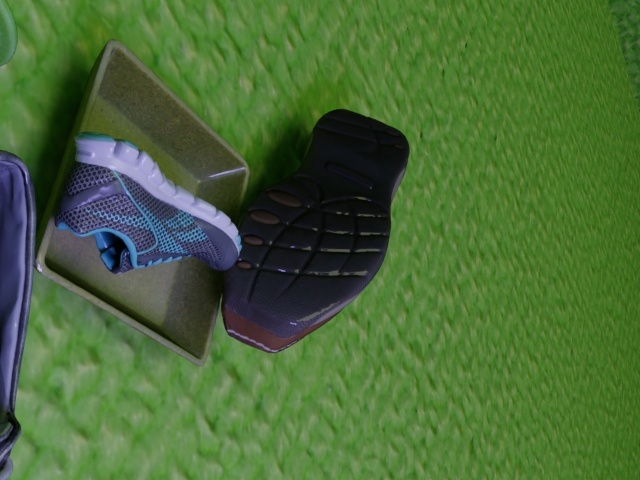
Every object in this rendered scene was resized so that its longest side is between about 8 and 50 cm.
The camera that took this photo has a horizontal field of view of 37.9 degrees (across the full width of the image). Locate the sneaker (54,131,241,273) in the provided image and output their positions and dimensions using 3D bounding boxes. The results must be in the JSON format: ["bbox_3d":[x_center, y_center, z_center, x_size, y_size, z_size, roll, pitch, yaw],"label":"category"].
[{"bbox_3d":[-0.121,-0.007,0.648,0.166,0.065,0.076,38,70,-47],"label":"sneaker"}]

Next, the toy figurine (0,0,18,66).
[{"bbox_3d":[-0.268,-0.092,0.461,0.173,0.130,0.159,39,60,-23],"label":"toy figurine"}]

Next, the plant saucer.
[{"bbox_3d":[-0.139,-0.022,0.711,0.188,0.045,0.188,43,50,-49],"label":"plant saucer"}]

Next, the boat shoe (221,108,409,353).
[{"bbox_3d":[0.000,0.000,0.857,0.324,0.123,0.119,-56,172,-52],"label":"boat shoe"}]

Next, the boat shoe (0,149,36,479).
[{"bbox_3d":[-0.220,0.101,0.480,0.121,0.119,0.335,20,68,-57],"label":"boat shoe"}]
